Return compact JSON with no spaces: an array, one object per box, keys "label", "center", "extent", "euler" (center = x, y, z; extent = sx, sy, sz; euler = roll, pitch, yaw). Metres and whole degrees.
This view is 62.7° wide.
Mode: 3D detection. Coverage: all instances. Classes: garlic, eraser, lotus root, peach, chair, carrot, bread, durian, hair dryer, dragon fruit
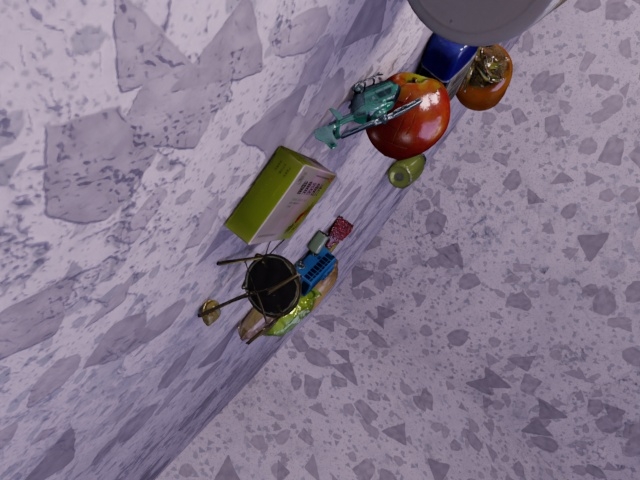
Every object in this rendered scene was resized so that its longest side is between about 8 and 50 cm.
[{"label":"garlic","center":[-0.191,0.248,1.700],"extent":[0.195,0.087,0.101],"euler":[-46,157,-15]},{"label":"eraser","center":[0.324,-0.451,1.398],"extent":[0.155,0.101,0.332],"euler":[-47,169,-15]},{"label":"lotus root","center":[-0.047,0.178,1.975],"extent":[0.303,0.131,0.146],"euler":[-50,149,-7]},{"label":"peach","center":[0.185,-0.268,1.165],"extent":[0.197,0.197,0.197],"euler":[-50,171,-11]},{"label":"chair","center":[-0.119,0.096,1.186],"extent":[0.326,0.170,0.159],"euler":[-19,133,-66]},{"label":"carrot","center":[0.521,-0.546,1.721],"extent":[0.331,0.214,0.193],"euler":[-23,132,-78]},{"label":"bread","center":[-0.250,0.161,1.187],"extent":[0.049,0.034,0.088],"euler":[-53,170,-22]},{"label":"durian","center":[-0.117,0.236,1.831],"extent":[0.250,0.139,0.101],"euler":[-45,175,-30]},{"label":"hair dryer","center":[0.000,0.000,1.789],"extent":[0.071,0.047,0.150],"euler":[-54,177,9]},{"label":"dragon fruit","center":[0.051,-0.026,1.919],"extent":[0.097,0.063,0.131],"euler":[42,73,-42]}]

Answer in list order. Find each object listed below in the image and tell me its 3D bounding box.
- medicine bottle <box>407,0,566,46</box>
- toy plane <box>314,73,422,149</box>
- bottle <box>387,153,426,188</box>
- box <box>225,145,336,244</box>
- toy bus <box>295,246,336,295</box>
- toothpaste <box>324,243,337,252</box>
[{"label":"medicine bottle","center":[0.262,-0.420,0.743],"extent":[0.232,0.238,0.238],"euler":[-44,168,-42]},{"label":"toy plane","center":[0.084,-0.251,1.022],"extent":[0.235,0.096,0.060],"euler":[-29,162,-18]},{"label":"bottle","center":[0.374,-0.305,2.201],"extent":[0.260,0.112,0.112],"euler":[-40,166,-52]},{"label":"box","center":[-0.068,-0.082,1.026],"extent":[0.175,0.062,0.260],"euler":[-53,170,11]},{"label":"toy bus","center":[-0.028,0.102,1.845],"extent":[0.185,0.106,0.090],"euler":[-43,166,-43]},{"label":"toothpaste","center":[0.056,0.003,2.091],"extent":[0.178,0.037,0.043],"euler":[-53,170,11]}]
